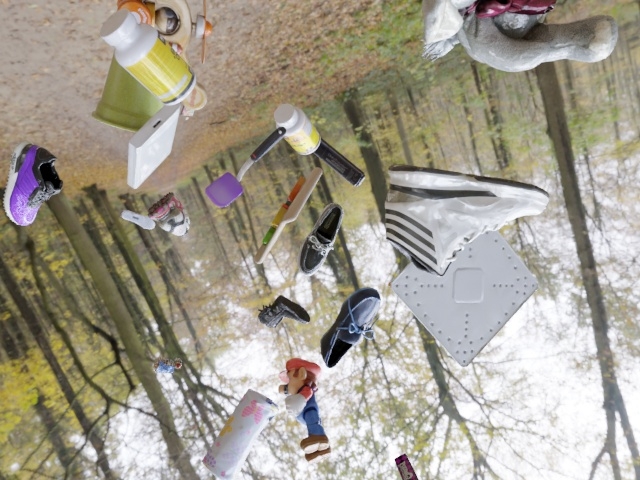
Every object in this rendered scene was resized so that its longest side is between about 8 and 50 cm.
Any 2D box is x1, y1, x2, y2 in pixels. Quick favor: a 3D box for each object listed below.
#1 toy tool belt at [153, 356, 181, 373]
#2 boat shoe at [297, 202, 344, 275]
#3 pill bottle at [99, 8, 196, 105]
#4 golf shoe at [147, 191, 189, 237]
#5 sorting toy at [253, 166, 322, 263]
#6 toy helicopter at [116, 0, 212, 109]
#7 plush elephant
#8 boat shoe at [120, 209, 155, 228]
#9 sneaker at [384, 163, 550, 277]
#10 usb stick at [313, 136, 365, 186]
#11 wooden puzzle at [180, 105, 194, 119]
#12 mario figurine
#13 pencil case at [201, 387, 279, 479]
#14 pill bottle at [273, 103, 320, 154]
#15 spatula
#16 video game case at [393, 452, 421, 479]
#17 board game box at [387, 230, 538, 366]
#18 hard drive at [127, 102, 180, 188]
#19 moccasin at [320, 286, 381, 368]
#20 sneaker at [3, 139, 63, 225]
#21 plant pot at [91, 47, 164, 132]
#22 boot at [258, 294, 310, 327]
[{"bbox_3d":[-0.467,0.386,1.307,0.083,0.052,0.051,12,-178,-22],"label":"toy tool belt"},{"bbox_3d":[0.004,0.002,1.630,0.306,0.113,0.105,-58,-174,6],"label":"boat shoe"},{"bbox_3d":[-0.356,-0.379,0.891,0.103,0.103,0.184,-15,149,21],"label":"pill bottle"},{"bbox_3d":[-0.328,-0.052,0.935,0.067,0.086,0.186,-39,-157,-4],"label":"golf shoe"},{"bbox_3d":[-0.083,-0.061,1.001,0.208,0.038,0.193,-47,-167,49],"label":"sorting toy"},{"bbox_3d":[-0.397,-0.545,1.213,0.235,0.355,0.140,-21,-136,-7],"label":"toy helicopter"},{"bbox_3d":[0.284,-0.430,0.709,0.330,0.271,0.255,-5,169,35],"label":"plush elephant"},{"bbox_3d":[-0.740,-0.089,1.729,0.040,0.142,0.049,21,-96,49],"label":"boat shoe"},{"bbox_3d":[0.352,-0.039,1.069,0.448,0.257,0.169,4,-168,-18],"label":"sneaker"},{"bbox_3d":[0.069,-0.335,1.808,0.077,0.278,0.045,-55,168,29],"label":"usb stick"},{"bbox_3d":[-0.426,-0.427,1.382,0.049,0.006,0.083,-25,152,-57],"label":"wooden puzzle"},{"bbox_3d":[-0.071,0.512,1.320,0.170,0.198,0.320,15,-148,-26],"label":"mario figurine"},{"bbox_3d":[-0.248,0.608,1.347,0.273,0.124,0.113,-55,-155,-17],"label":"pencil case"},{"bbox_3d":[-0.090,-0.420,1.610,0.117,0.117,0.215,-16,157,18],"label":"pill bottle"},{"bbox_3d":[-0.204,-0.211,1.206,0.296,0.084,0.030,-43,169,14],"label":"spatula"},{"bbox_3d":[0.270,0.682,1.051,0.042,0.232,0.210,-27,-155,1],"label":"video game case"},{"bbox_3d":[0.469,0.143,1.389,0.390,0.390,0.050,-44,-168,-9],"label":"board game box"},{"bbox_3d":[-0.539,-0.301,1.369,0.203,0.040,0.307,-58,-168,-26],"label":"hard drive"},{"bbox_3d":[0.110,0.305,1.431,0.138,0.342,0.116,15,-146,-16],"label":"moccasin"},{"bbox_3d":[-0.940,-0.169,1.417,0.146,0.293,0.102,19,-160,-1],"label":"sneaker"},{"bbox_3d":[-0.655,-0.542,1.537,0.276,0.253,0.276,16,-162,-5],"label":"plant pot"},{"bbox_3d":[-0.101,0.205,1.150,0.099,0.121,0.045,-43,-159,27],"label":"boot"}]
